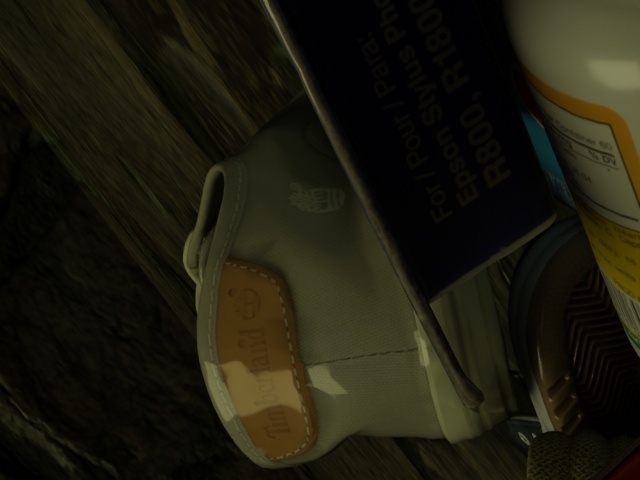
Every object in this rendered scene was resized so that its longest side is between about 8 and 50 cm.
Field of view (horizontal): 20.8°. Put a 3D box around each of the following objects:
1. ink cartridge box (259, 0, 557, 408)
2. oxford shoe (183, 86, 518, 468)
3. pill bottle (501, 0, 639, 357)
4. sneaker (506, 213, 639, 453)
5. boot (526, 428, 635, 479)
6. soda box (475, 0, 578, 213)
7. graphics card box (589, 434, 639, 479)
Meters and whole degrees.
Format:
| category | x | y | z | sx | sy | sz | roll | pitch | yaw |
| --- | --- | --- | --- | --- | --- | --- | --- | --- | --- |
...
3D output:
| category | x | y | z | sx | sy | sz | roll | pitch | yaw |
| --- | --- | --- | --- | --- | --- | --- | --- | --- | --- |
| ink cartridge box | -0.022 | -0.155 | 0.569 | 0.324 | 0.071 | 0.330 | 64 | 180 | -26 |
| oxford shoe | 0.000 | 0.000 | 0.853 | 0.449 | 0.130 | 0.169 | -98 | -7 | -79 |
| pill bottle | 0.121 | -0.052 | 0.510 | 0.117 | 0.117 | 0.208 | 37 | 162 | 47 |
| sneaker | 0.130 | 0.062 | 0.792 | 0.282 | 0.099 | 0.153 | 45 | 175 | -41 |
| boot | 0.180 | 0.152 | 0.686 | 0.262 | 0.203 | 0.095 | 73 | -163 | -53 |
| soda box | 0.093 | -0.093 | 0.595 | 0.067 | 0.071 | 0.210 | 41 | 165 | 44 |
| graphics card box | 0.220 | 0.159 | 0.509 | 0.094 | 0.233 | 0.371 | 32 | 157 | 54 |
